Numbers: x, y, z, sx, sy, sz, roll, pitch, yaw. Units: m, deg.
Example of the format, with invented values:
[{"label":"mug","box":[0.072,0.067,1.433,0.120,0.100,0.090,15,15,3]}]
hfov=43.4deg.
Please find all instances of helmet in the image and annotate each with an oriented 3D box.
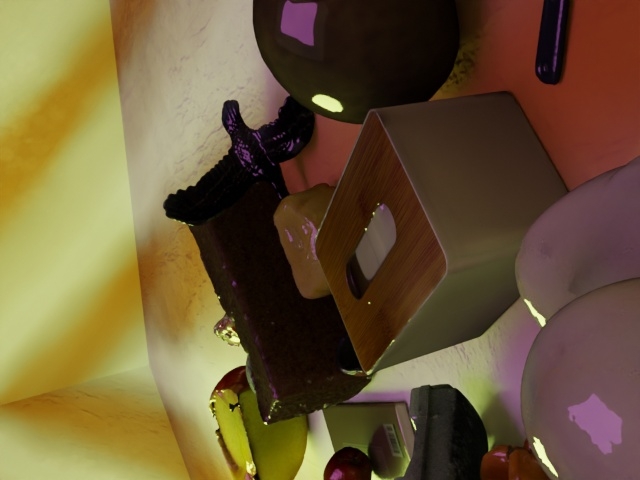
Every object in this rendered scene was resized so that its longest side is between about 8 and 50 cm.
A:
[{"label":"helmet","box":[0.065,0.152,1.073,0.084,0.049,0.065,-18,51,44]}]

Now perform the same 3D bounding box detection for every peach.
[{"label":"peach","box":[-0.106,0.354,1.495,0.159,0.154,0.267,12,120,58]}]

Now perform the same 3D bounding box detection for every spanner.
[{"label":"spanner","box":[0.181,-0.213,0.591,0.046,0.012,0.208,-132,34,-51]}]

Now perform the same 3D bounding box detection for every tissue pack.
[{"label":"tissue pack","box":[0.104,-0.001,0.751,0.246,0.136,0.159,113,139,-57]}]

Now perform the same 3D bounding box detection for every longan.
[{"label":"longan","box":[0.032,-0.210,0.743,0.198,0.198,0.212,-124,30,-44]}]

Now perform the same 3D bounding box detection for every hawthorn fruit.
[{"label":"hawthorn fruit","box":[0.040,0.336,1.165,0.077,0.077,0.077,167,90,-70]}]

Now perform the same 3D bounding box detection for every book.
[{"label":"book","box":[0.085,0.343,1.180,0.310,0.021,0.217,149,106,-69]}]

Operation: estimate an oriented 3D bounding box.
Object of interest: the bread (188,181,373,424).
[{"label":"bread","box":[-0.076,0.071,1.231,0.113,0.165,0.416,108,144,-46]}]

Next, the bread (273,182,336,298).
[{"label":"bread","box":[0.006,0.001,1.088,0.125,0.086,0.156,-18,89,60]}]

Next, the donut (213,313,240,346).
[{"label":"donut","box":[-0.101,0.104,1.349,0.065,0.166,0.108,45,151,-4]}]

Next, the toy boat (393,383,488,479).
[{"label":"toy boat","box":[0.111,0.286,0.769,0.319,0.092,0.141,-74,-32,-51]}]

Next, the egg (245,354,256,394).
[{"label":"egg","box":[-0.055,0.198,1.300,0.172,0.132,0.132,-112,16,-65]}]

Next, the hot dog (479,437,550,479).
[{"label":"hot dog","box":[0.210,0.299,0.753,0.109,0.072,0.269,17,120,65]}]

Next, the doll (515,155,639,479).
[{"label":"doll","box":[0.192,0.063,0.456,0.251,0.221,0.221,-131,34,-52]}]

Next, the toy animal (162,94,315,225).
[{"label":"toy animal","box":[-0.077,-0.122,1.203,0.272,0.197,0.160,-38,37,21]}]
